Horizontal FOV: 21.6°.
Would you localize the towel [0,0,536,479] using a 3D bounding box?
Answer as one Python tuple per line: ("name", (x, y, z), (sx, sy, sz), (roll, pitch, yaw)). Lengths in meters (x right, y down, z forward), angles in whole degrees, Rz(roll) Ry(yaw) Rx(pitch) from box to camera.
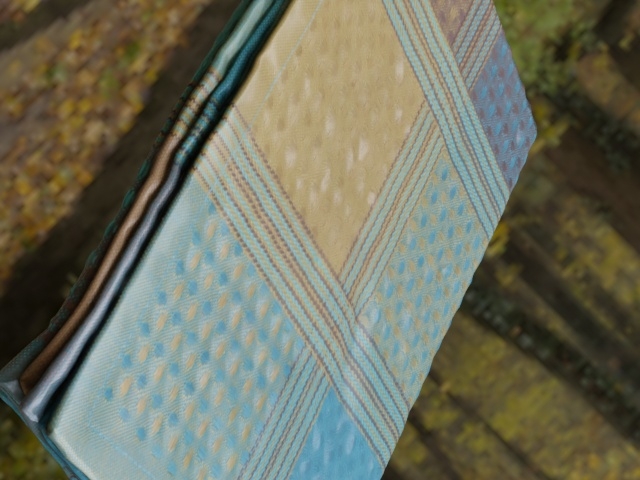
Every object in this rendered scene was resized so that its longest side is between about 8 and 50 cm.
("towel", (0.000, 0.000, 0.799), (0.370, 0.040, 0.271), (-63, 146, -29))
